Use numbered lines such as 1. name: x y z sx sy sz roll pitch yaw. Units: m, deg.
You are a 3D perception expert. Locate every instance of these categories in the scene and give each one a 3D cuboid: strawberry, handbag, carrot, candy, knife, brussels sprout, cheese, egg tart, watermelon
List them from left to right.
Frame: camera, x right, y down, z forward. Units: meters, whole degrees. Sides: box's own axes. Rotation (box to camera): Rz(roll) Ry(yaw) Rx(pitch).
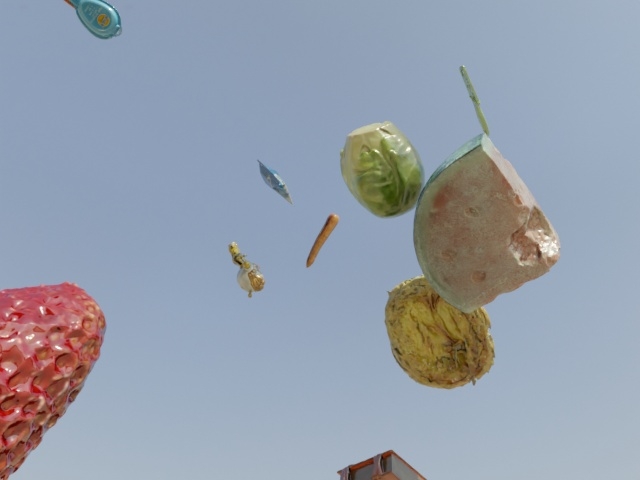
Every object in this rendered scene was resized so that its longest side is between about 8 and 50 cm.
1. strawberry: -0.321 0.130 0.503 0.205 0.244 0.205 28 -44 30
2. cheese: -0.314 -0.312 0.711 0.111 0.017 0.047 37 -87 -14
3. candy: -0.105 -0.137 1.288 0.038 0.088 0.136 -45 -24 -6
4. carrot: 0.000 0.000 1.637 0.037 0.190 0.037 31 -8 4
5. brussels sprout: 0.120 -0.133 1.013 0.162 0.144 0.180 -16 -79 -23
6. handbag: 0.132 0.460 0.960 0.127 0.062 0.190 -34 -65 26
7. egg tart: 0.245 0.183 1.105 0.232 0.252 0.098 -49 -19 26
8. knife: 0.341 -0.302 1.171 0.014 0.030 0.207 -36 -49 5
9. watermelon: 0.275 -0.036 0.872 0.226 0.148 0.318 7 -53 18

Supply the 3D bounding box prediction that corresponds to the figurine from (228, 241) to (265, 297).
1. figurine: -0.192 0.069 1.353 0.068 0.101 0.143 -30 -86 -6
